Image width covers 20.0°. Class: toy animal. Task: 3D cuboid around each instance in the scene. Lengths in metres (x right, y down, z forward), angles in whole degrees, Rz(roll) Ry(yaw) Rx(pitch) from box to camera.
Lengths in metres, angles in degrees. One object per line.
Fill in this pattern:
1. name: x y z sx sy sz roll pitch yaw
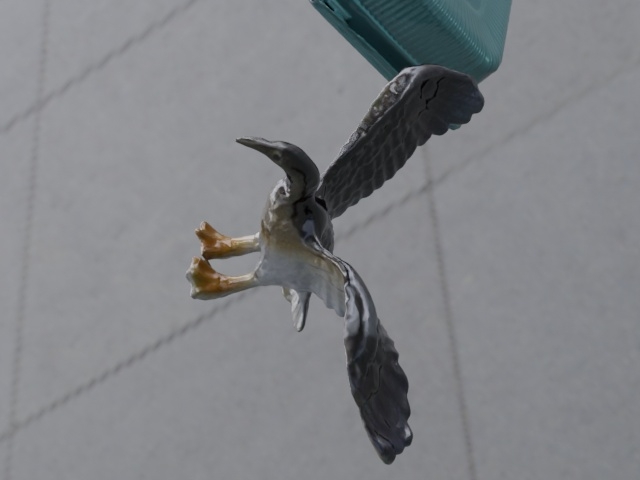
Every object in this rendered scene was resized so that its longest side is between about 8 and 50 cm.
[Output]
1. toy animal: -0.015 0.002 1.146 0.160 0.197 0.272 -23 52 37

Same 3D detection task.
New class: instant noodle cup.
1. instant noodle cup: 0.072 -0.185 1.289 0.070 0.179 0.157 -23 38 35
